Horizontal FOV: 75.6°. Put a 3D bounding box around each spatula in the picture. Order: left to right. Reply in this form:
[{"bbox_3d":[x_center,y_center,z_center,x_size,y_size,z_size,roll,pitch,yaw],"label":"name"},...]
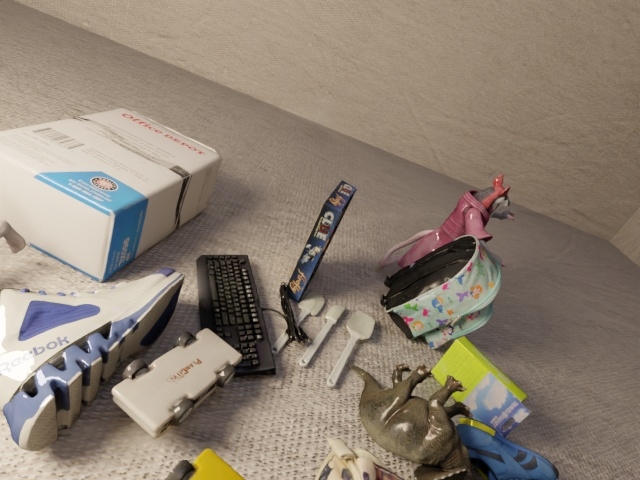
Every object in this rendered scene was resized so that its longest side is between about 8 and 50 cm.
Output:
[{"bbox_3d":[0.011,0.189,0.844,0.168,0.019,0.242,28,28,10],"label":"spatula"}]

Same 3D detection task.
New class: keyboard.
[{"bbox_3d":[-0.135,0.129,0.811,0.201,0.033,0.317,5,34,-24],"label":"keyboard"}]

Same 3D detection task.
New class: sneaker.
[{"bbox_3d":[-0.347,0.111,0.585,0.182,0.127,0.315,29,30,3],"label":"sneaker"},{"bbox_3d":[0.319,0.389,0.720,0.209,0.069,0.082,30,60,-8],"label":"sneaker"}]

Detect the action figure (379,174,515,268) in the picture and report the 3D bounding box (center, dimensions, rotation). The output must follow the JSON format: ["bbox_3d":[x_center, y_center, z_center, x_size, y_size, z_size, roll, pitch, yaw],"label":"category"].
[{"bbox_3d":[0.378,-0.033,1.142,0.275,0.370,0.248,30,30,7],"label":"action figure"}]

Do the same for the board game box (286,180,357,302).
[{"bbox_3d":[0.000,0.000,0.924,0.042,0.243,0.165,27,28,3],"label":"board game box"}]

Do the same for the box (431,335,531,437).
[{"bbox_3d":[0.315,0.292,0.817,0.042,0.109,0.178,-3,39,-44],"label":"box"}]

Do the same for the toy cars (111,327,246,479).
[{"bbox_3d":[-0.181,0.265,0.508,0.176,0.087,0.394,17,25,-24],"label":"toy cars"}]

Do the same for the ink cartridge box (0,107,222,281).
[{"bbox_3d":[-0.436,-0.126,0.877,0.285,0.166,0.395,27,29,3],"label":"ink cartridge box"}]

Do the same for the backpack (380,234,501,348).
[{"bbox_3d":[0.294,0.111,0.963,0.191,0.253,0.225,45,27,-4],"label":"backpack"}]

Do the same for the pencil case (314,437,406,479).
[{"bbox_3d":[0.177,0.380,0.489,0.410,0.160,0.184,22,69,-5],"label":"pencil case"}]

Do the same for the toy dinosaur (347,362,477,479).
[{"bbox_3d":[0.141,0.287,0.673,0.313,0.121,0.160,28,59,35],"label":"toy dinosaur"}]

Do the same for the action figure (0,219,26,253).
[{"bbox_3d":[-0.613,0.016,0.497,0.341,0.178,0.330,22,19,-11],"label":"action figure"}]
